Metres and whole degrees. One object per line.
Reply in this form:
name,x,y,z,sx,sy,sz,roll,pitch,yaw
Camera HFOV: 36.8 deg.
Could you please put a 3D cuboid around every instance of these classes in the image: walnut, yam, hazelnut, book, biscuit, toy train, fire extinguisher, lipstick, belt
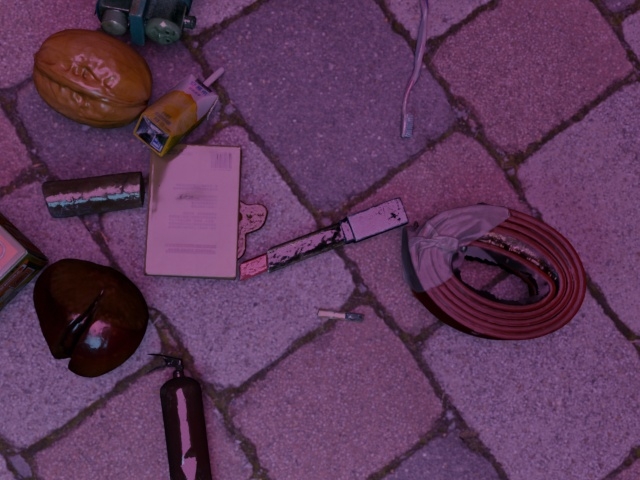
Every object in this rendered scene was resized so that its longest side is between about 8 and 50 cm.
walnut,-0.387,-0.273,1.628,0.206,0.159,0.159,23,83,-8
yam,-0.387,-0.079,1.650,0.169,0.068,0.068,-6,85,-7
hazelnut,-0.385,0.123,1.590,0.204,0.178,0.178,37,82,5
book,-0.216,-0.051,1.651,0.161,0.026,0.231,3,83,-3
biscuit,-0.198,-0.061,1.681,0.205,0.031,0.138,33,82,-1
toy train,-0.279,-0.472,1.649,0.194,0.120,0.298,11,67,-4
fire extinguisher,-0.237,0.319,1.620,0.089,0.072,0.268,-8,85,7
lipstick,0.000,0.000,1.685,0.312,0.051,0.051,-20,88,-5
belt,0.290,0.056,1.670,0.323,0.115,0.227,17,82,-3

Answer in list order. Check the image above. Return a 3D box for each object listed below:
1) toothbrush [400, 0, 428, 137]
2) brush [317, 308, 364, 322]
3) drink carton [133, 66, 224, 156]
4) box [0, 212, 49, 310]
toothbrush,0.172,-0.316,1.745,0.027,0.021,0.269,10,84,-16
brush,0.036,0.132,1.692,0.083,0.013,0.016,8,86,-3
drink carton,-0.234,-0.232,1.662,0.084,0.074,0.200,38,47,2
box,-0.570,0.051,1.564,0.148,0.177,0.195,44,82,0
